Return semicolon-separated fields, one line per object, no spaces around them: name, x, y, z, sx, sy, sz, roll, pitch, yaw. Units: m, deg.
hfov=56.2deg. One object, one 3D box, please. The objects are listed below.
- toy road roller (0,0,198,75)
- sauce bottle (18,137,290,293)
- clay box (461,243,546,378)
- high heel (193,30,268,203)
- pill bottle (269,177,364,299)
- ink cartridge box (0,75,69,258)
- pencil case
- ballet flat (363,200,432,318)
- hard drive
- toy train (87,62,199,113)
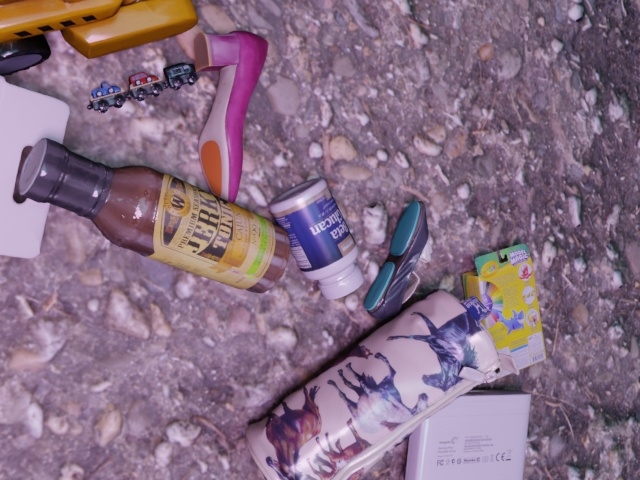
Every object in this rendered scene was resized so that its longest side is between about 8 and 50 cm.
toy road roller;-0.289;-0.326;0.670;0.329;0.240;0.203;-24;102;-22
sauce bottle;-0.194;-0.024;0.761;0.344;0.111;0.112;22;83;-39
clay box;0.330;0.124;1.085;0.127;0.053;0.222;-14;97;-24
high heel;-0.114;-0.174;0.861;0.117;0.082;0.244;-12;98;-41
pill bottle;0.000;0.000;0.901;0.094;0.094;0.169;-32;105;-20
ink cartridge box;-0.474;-0.105;0.630;0.353;0.119;0.207;14;86;-44
pencil case;0.085;0.240;0.892;0.410;0.183;0.160;-34;118;-14
ballet flat;0.139;0.037;0.983;0.074;0.074;0.203;25;88;-24
hard drive;0.247;0.437;1.031;0.232;0.047;0.353;6;89;-26
toy train;-0.242;-0.211;0.816;0.158;0.027;0.036;-25;99;-23
